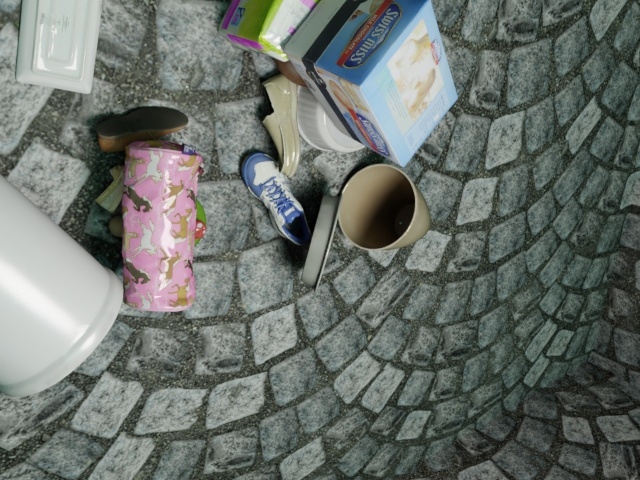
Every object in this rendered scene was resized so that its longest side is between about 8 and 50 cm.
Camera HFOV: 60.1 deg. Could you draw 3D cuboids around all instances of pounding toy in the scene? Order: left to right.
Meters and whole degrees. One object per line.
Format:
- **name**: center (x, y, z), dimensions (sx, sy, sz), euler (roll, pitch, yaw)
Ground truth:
- **pounding toy**: center (-0.375, -0.034, 1.366), dimensions (0.237, 0.110, 0.182), euler (31, 93, -42)

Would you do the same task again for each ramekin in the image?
- **ramekin**: center (0.064, -0.363, 1.494), dimensions (0.273, 0.127, 0.272), euler (-16, 120, -29)

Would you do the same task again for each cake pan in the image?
- **cake pan**: center (0.000, 0.000, 1.568), dimensions (0.054, 0.293, 0.293), euler (15, 108, -1)

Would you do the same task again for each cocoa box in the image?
- **cocoa box**: center (0.129, -0.371, 1.240), dimensions (0.231, 0.228, 0.347), euler (-52, 150, -3)

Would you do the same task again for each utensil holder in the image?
- **utensil holder**: center (-0.647, 0.067, 1.089), dimensions (0.328, 0.328, 0.385), euler (-41, 128, -11)

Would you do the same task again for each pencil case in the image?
- **pencil case**: center (-0.356, -0.030, 1.247), dimensions (0.167, 0.160, 0.385), euler (7, 101, 5)

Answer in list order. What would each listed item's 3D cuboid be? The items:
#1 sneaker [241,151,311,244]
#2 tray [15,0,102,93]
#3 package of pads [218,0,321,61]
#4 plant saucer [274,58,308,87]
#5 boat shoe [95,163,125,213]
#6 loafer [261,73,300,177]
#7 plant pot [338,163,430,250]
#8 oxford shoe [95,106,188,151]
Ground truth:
- **sneaker**: center (-0.104, -0.112, 1.505), dimensions (0.112, 0.131, 0.296), euler (-39, 129, -10)
- **tray**: center (-0.517, -0.438, 1.107), dimensions (0.145, 0.030, 0.270), euler (2, 112, -35)
- **package of pads**: center (-0.083, -0.555, 1.222), dimensions (0.101, 0.229, 0.296), euler (26, 96, -41)
- **plant saucer**: center (-0.019, -0.477, 1.360), dimensions (0.199, 0.036, 0.198), euler (0, 87, -5)
- **boat shoe**: center (-0.461, -0.147, 1.279), dimensions (0.059, 0.063, 0.170), euler (31, 88, -17)
- **loafer**: center (-0.106, -0.296, 1.431), dimensions (0.092, 0.102, 0.268), euler (-5, 102, -12)
- **plant pot**: center (0.230, -0.077, 1.711), dimensions (0.274, 0.257, 0.256), euler (16, 104, -57)
- **oxford shoe**: center (-0.407, -0.252, 1.270), dimensions (0.212, 0.076, 0.076), euler (-19, 153, -29)
